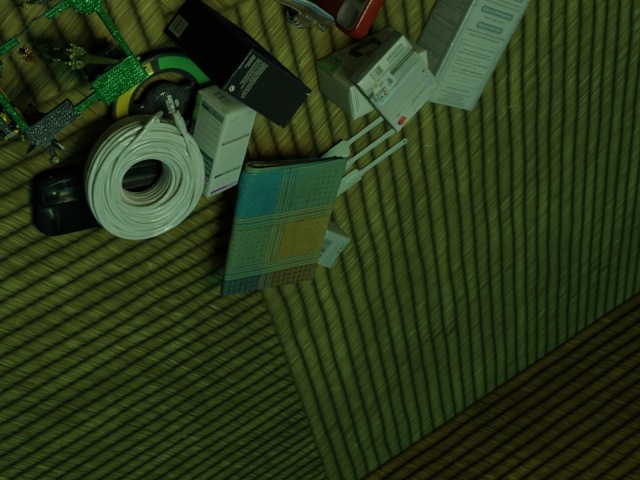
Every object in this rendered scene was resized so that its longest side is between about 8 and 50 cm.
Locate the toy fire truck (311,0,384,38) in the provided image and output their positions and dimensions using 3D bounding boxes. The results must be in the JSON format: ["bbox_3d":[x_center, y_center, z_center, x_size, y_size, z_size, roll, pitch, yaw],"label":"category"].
[{"bbox_3d":[0.082,-0.576,1.761,0.169,0.254,0.302,12,116,-44],"label":"toy fire truck"}]

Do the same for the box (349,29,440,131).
[{"bbox_3d":[0.166,-0.346,1.957,0.145,0.038,0.186,-47,134,2],"label":"box"}]

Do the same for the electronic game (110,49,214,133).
[{"bbox_3d":[-0.323,-0.285,1.847,0.229,0.048,0.229,-22,135,-23],"label":"electronic game"}]

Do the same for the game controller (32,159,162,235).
[{"bbox_3d":[-0.452,-0.099,1.908,0.319,0.067,0.166,-14,147,-29],"label":"game controller"}]

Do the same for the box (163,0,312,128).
[{"bbox_3d":[-0.163,-0.352,1.752,0.103,0.261,0.184,-50,140,9],"label":"box"}]

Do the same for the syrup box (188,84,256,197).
[{"bbox_3d":[-0.219,-0.214,1.911,0.096,0.093,0.237,-28,152,-41],"label":"syrup box"}]

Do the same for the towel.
[{"bbox_3d":[-0.095,-0.036,2.130,0.271,0.040,0.370,-8,131,-30],"label":"towel"}]

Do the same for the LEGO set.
[{"bbox_3d":[-0.477,-0.321,1.639,0.331,0.192,0.255,-44,110,-3],"label":"LEGO set"}]

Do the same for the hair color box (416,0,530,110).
[{"bbox_3d":[0.361,-0.512,2.151,0.185,0.113,0.375,3,123,-41],"label":"hair color box"}]

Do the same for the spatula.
[{"bbox_3d":[0.113,-0.228,2.271,0.242,0.019,0.168,-36,139,-7],"label":"spatula"}]

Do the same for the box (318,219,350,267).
[{"bbox_3d":[0.000,0.000,2.325,0.102,0.087,0.101,20,111,-47],"label":"box"}]

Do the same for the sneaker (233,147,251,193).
[{"bbox_3d":[-0.176,-0.162,2.049,0.067,0.078,0.188,-30,138,-15],"label":"sneaker"}]

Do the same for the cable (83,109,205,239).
[{"bbox_3d":[-0.362,-0.130,1.831,0.257,0.089,0.257,-36,134,-12],"label":"cable"}]

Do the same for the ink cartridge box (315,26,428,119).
[{"bbox_3d":[0.119,-0.385,2.034,0.212,0.154,0.093,-27,135,-17],"label":"ink cartridge box"}]

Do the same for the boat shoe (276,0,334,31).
[{"bbox_3d":[-0.037,-0.483,1.891,0.183,0.066,0.066,10,119,-43],"label":"boat shoe"}]
